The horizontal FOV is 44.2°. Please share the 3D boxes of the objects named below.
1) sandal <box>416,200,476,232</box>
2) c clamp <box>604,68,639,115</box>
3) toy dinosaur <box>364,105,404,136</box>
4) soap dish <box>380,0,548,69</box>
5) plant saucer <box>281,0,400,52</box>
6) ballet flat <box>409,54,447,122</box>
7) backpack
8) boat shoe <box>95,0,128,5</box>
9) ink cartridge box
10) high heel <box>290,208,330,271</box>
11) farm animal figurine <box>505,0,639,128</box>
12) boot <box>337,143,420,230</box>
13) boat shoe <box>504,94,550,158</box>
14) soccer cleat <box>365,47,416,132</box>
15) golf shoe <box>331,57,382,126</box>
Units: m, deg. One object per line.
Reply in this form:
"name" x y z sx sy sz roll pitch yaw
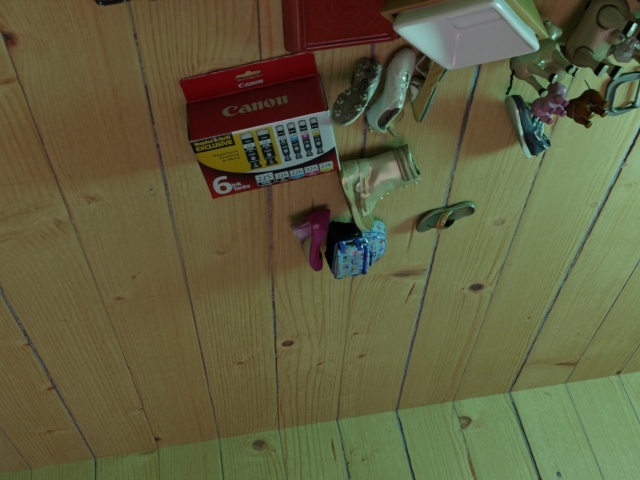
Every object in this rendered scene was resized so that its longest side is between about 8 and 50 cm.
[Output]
"sandal" 0.358 -0.060 2.238 0.180 0.049 0.072 -18 144 7
"c clamp" 0.776 -0.371 1.962 0.137 0.022 0.160 -10 144 -4
"toy dinosaur" 0.154 -0.284 1.866 0.093 0.053 0.183 -14 144 0
"soap dish" 0.282 -0.436 1.513 0.229 0.118 0.291 -5 171 32
"plant saucer" 0.053 -0.480 1.573 0.259 0.047 0.258 -9 145 -6
"ballet flat" 0.242 -0.368 1.778 0.073 0.080 0.232 24 135 -1
"backpack" 0.109 0.021 2.212 0.174 0.116 0.158 -7 138 -15
"boat shoe" -0.316 -0.473 1.446 0.229 0.080 0.076 -12 151 1
"ink cartridge box" -0.132 -0.252 1.757 0.310 0.130 0.271 -13 143 1
"high heel" 0.000 0.000 2.202 0.117 0.082 0.244 -25 140 0
"farm animal figurine" 0.555 -0.410 1.720 0.326 0.172 0.330 -49 147 16
"boot" 0.164 -0.135 2.042 0.204 0.095 0.262 -18 140 5
"boat shoe" 0.516 -0.285 1.939 0.079 0.095 0.254 -21 145 15
"soccer cleat" 0.167 -0.332 1.754 0.068 0.076 0.196 8 123 -34
"golf shoe" 0.086 -0.310 1.731 0.069 0.176 0.086 27 163 19
